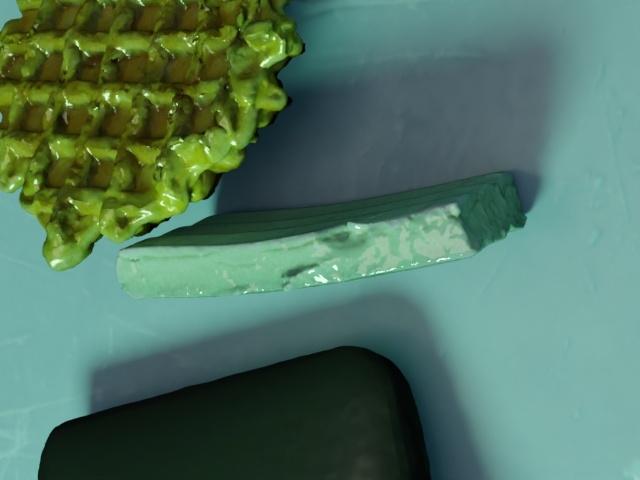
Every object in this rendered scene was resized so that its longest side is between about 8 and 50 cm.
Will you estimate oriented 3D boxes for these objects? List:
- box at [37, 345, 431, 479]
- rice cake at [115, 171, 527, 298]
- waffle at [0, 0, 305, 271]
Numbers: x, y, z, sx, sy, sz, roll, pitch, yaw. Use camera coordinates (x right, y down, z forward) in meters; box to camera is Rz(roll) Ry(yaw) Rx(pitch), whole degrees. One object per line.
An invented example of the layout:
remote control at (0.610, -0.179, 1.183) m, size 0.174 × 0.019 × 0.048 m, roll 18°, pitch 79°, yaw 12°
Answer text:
box at (-0.049, 0.235, 0.941) m, size 0.289 × 0.073 × 0.290 m, roll -17°, pitch 74°, yaw 24°
rice cake at (0.000, 0.000, 0.892) m, size 0.237 × 0.127 × 0.043 m, roll -8°, pitch 98°, yaw 26°
waffle at (-0.128, -0.111, 0.934) m, size 0.243 × 0.059 × 0.238 m, roll -37°, pitch 56°, yaw 14°
